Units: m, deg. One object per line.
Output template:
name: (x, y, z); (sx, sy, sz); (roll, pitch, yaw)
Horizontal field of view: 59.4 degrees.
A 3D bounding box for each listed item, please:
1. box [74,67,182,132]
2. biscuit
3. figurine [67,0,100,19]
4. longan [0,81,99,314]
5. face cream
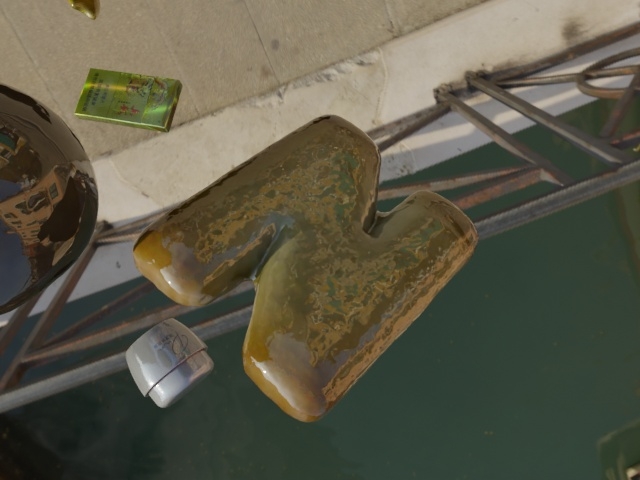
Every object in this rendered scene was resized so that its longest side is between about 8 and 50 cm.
box: (-0.610, -0.448, 1.784); (0.311, 0.043, 0.173); (10, 76, 8)
biscuit: (0.000, 0.000, 0.541); (0.237, 0.290, 0.062); (42, 146, 15)
figurine: (-0.327, -0.470, 0.814); (0.215, 0.215, 0.228); (36, 141, -22)
longan: (-0.290, -0.037, 0.468); (0.198, 0.212, 0.198); (3, 141, 2)
face cream: (-0.231, 0.187, 0.862); (0.117, 0.117, 0.104); (-43, 83, 15)
